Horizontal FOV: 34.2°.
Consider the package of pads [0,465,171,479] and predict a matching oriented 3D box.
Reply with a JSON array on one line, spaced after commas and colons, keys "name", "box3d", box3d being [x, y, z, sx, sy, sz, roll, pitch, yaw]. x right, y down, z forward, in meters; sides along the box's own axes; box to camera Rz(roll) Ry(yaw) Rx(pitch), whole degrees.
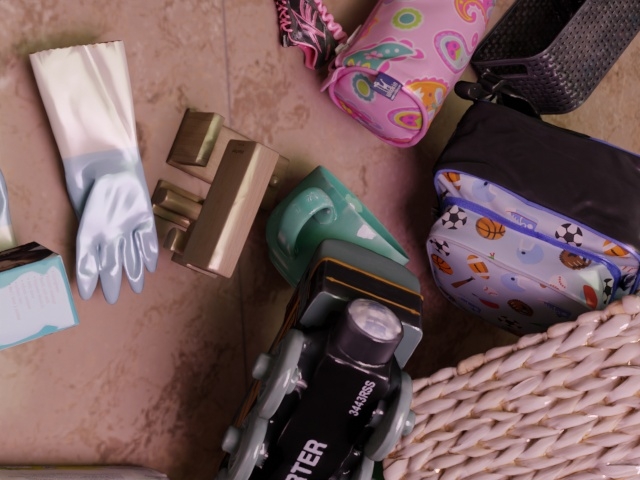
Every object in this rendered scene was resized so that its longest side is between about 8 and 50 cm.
[{"name": "package of pads", "box3d": [-0.244, 0.344, 0.898, 0.229, 0.101, 0.297, 9, 91, -35]}]

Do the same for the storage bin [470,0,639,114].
[{"name": "storage bin", "box3d": [0.272, -0.232, 1.181, 0.180, 0.122, 0.084, -51, 120, -20]}]

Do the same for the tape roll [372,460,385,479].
[{"name": "tape roll", "box3d": [0.060, 0.406, 1.131, 0.321, 0.077, 0.321, -4, 97, -35]}]

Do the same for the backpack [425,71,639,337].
[{"name": "backpack", "box3d": [0.241, -0.004, 1.097, 0.213, 0.276, 0.263, -56, 158, -8]}]

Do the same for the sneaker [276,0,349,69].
[{"name": "sneaker", "box3d": [-0.023, -0.219, 1.031, 0.057, 0.047, 0.119, -45, 117, -10]}]

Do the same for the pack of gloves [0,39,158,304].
[{"name": "pack of gloves", "box3d": [-0.249, -0.044, 0.901, 0.195, 0.046, 0.232, -12, 102, -19]}]

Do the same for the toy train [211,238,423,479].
[{"name": "toy train", "box3d": [-0.012, 0.158, 0.928, 0.142, 0.190, 0.334, 21, 123, -7]}]

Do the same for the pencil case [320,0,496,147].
[{"name": "pencil case", "box3d": [0.110, -0.233, 1.055, 0.124, 0.124, 0.284, 43, 66, -30]}]

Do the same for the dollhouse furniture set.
[{"name": "dollhouse furniture set", "box3d": [-0.064, -0.029, 0.954, 0.123, 0.151, 0.144, 26, 82, -34]}]

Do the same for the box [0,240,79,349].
[{"name": "box", "box3d": [-0.320, 0.067, 0.799, 0.244, 0.100, 0.060, -18, 104, -24]}]

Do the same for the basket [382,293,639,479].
[{"name": "basket", "box3d": [0.276, 0.242, 1.026, 0.331, 0.328, 0.266, 18, 53, -52]}]

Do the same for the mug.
[{"name": "mug", "box3d": [0.000, -0.002, 1.011, 0.097, 0.129, 0.158, -44, 122, 8]}]
